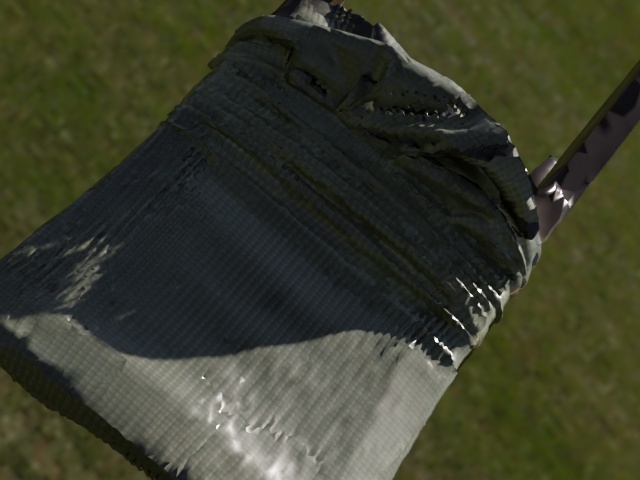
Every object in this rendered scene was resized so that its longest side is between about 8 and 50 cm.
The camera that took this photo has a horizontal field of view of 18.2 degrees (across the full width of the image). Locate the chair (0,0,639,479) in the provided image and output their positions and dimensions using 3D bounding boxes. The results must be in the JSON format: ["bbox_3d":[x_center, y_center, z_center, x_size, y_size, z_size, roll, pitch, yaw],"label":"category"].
[{"bbox_3d":[0.000,0.000,0.764,0.160,0.186,0.319,40,58,-2],"label":"chair"}]
